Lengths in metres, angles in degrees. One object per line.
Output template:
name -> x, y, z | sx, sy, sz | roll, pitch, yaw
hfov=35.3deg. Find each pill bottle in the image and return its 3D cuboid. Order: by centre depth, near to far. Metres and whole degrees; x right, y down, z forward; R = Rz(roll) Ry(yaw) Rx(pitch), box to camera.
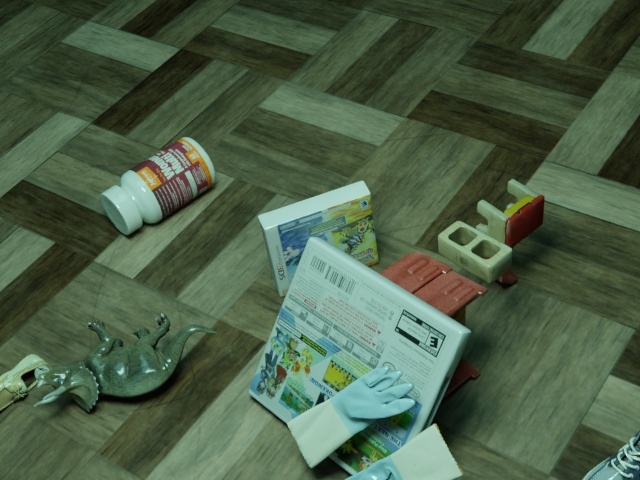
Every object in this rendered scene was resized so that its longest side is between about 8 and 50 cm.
pill bottle -> -0.335, -0.111, 2.076 | 0.221, 0.121, 0.121 | -36, 49, -24

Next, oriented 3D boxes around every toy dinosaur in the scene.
toy dinosaur -> -0.333, 0.220, 1.767 | 0.314, 0.121, 0.160 | -5, 56, -1

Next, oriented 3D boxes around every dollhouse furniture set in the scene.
dollhouse furniture set -> 0.266, 0.084, 1.715 | 0.374, 0.201, 0.152 | -33, 48, -30

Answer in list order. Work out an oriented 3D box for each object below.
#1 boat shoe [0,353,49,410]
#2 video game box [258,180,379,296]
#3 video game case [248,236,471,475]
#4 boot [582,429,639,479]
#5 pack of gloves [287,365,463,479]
boat shoe -> -0.540, 0.257, 1.792 | 0.045, 0.050, 0.135 | 15, 50, 32
video game box -> 0.000, 0.000, 1.851 | 0.205, 0.187, 0.048 | -19, 48, -8
video game case -> 0.050, 0.197, 1.600 | 0.329, 0.300, 0.036 | 32, 17, 35
boot -> 0.460, 0.327, 1.499 | 0.190, 0.086, 0.069 | -30, 47, -19
pack of gloves -> 0.085, 0.308, 1.520 | 0.046, 0.232, 0.195 | -10, 67, -59
